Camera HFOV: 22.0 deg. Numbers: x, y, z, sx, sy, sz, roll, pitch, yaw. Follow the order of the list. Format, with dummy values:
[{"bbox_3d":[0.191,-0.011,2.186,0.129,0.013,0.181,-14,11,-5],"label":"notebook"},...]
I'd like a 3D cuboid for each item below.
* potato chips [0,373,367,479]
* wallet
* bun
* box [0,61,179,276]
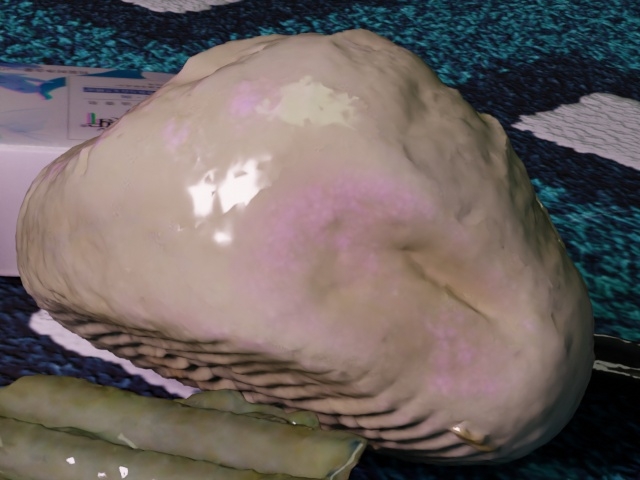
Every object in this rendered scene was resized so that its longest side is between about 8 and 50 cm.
[{"bbox_3d":[-0.168,0.164,0.752,0.389,0.097,0.373,2,33,-3],"label":"potato chips"},{"bbox_3d":[0.289,0.095,1.094,0.310,0.042,0.165,9,-7,5],"label":"wallet"},{"bbox_3d":[0.000,0.000,0.979,0.361,0.213,0.361,20,-12,5],"label":"bun"},{"bbox_3d":[-0.153,-0.057,1.312,0.274,0.116,0.203,3,24,-9],"label":"box"}]
